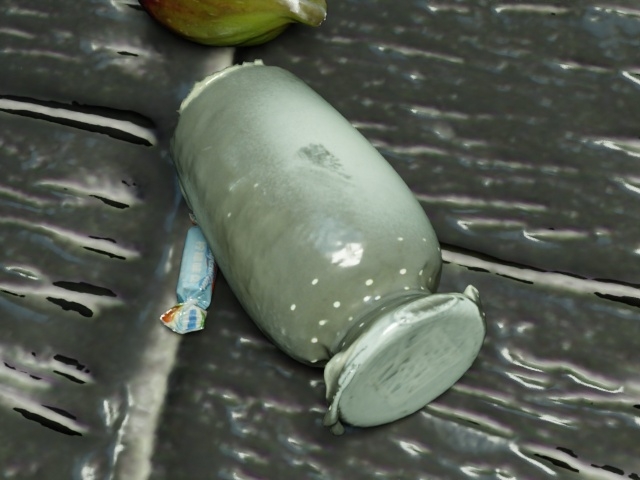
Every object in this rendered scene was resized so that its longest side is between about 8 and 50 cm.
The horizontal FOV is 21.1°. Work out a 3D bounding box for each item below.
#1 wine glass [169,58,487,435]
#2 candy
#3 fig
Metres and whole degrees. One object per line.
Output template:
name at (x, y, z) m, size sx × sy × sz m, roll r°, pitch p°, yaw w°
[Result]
wine glass at (0.000, 0.000, 0.935) m, size 0.111 × 0.111 × 0.204 m, roll -28°, pitch 56°, yaw -11°
candy at (-0.073, 0.017, 0.989) m, size 0.030 × 0.020 × 0.083 m, roll 0°, pitch 55°, yaw 7°
fig at (-0.049, -0.169, 1.067) m, size 0.154 × 0.103 × 0.109 m, roll 24°, pitch 84°, yaw 32°
